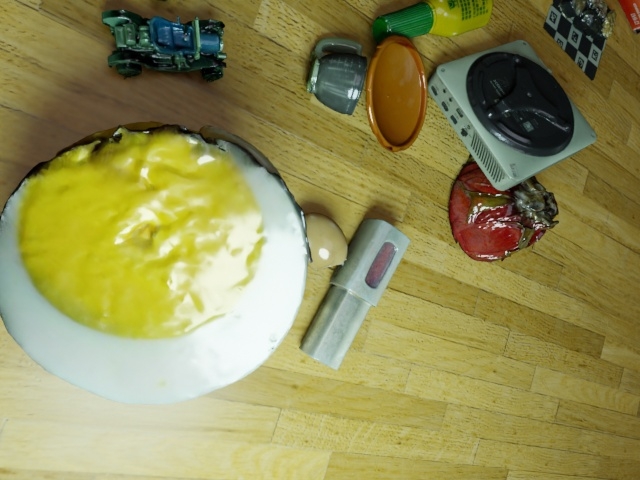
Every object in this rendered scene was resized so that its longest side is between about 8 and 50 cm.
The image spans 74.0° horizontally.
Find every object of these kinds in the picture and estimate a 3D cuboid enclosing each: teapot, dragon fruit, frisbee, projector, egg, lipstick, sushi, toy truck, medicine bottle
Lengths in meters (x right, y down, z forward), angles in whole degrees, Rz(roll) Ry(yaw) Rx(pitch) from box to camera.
[{"bbox_3d":[0.023,-0.265,0.687,0.091,0.124,0.092,13,131,-7],"label":"teapot"},{"bbox_3d":[0.377,-0.062,0.833,0.219,0.148,0.223,27,81,-25],"label":"dragon fruit"},{"bbox_3d":[0.128,-0.251,0.739,0.192,0.035,0.191,-15,110,-46],"label":"frisbee"},{"bbox_3d":[0.369,-0.250,0.805,0.259,0.079,0.257,-26,79,-23],"label":"projector"},{"bbox_3d":[0.000,0.000,0.683,0.080,0.080,0.096,-21,99,-24],"label":"egg"},{"bbox_3d":[0.055,0.087,0.719,0.079,0.077,0.252,35,79,-25],"label":"lipstick"},{"bbox_3d":[0.626,-0.515,0.982,0.215,0.051,0.192,25,82,-26],"label":"sushi"},{"bbox_3d":[-0.200,-0.263,0.563,0.155,0.078,0.080,-8,96,-26],"label":"toy truck"},{"bbox_3d":[0.206,-0.408,0.767,0.261,0.064,0.094,-28,104,-23],"label":"medicine bottle"},{"bbox_3d":[-0.177,0.015,0.526,0.338,0.201,0.336,-1,104,-3],"label":"egg"}]

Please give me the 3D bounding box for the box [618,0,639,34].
[{"bbox_3d":[0.781,-0.646,1.053,0.229,0.050,0.122,41,77,-24],"label":"box"}]
